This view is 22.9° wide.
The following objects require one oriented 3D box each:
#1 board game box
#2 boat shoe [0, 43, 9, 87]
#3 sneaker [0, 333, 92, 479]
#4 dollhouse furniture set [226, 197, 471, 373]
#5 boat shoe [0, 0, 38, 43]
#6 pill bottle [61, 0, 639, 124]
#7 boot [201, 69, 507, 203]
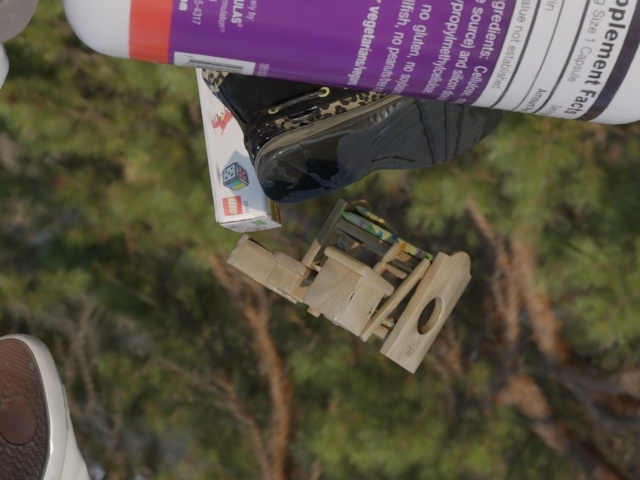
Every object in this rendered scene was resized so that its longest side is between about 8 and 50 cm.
[{"bbox_3d":[-0.089,-0.164,1.575,0.053,0.305,0.193,-8,178,3],"label":"board game box"},{"bbox_3d":[-0.408,-0.099,1.517,0.109,0.302,0.094,8,150,28],"label":"boat shoe"},{"bbox_3d":[-0.268,0.223,1.503,0.106,0.290,0.123,2,-170,21],"label":"sneaker"},{"bbox_3d":[0.000,0.000,1.223,0.182,0.101,0.161,29,175,31],"label":"dollhouse furniture set"},{"bbox_3d":[-0.271,-0.283,1.139,0.123,0.116,0.324,-7,137,-5],"label":"boat shoe"},{"bbox_3d":[0.058,-0.150,0.676,0.323,0.181,0.181,7,174,-5],"label":"pill bottle"},{"bbox_3d":[0.026,-0.133,1.373,0.178,0.236,0.085,-125,23,-45],"label":"boot"}]
